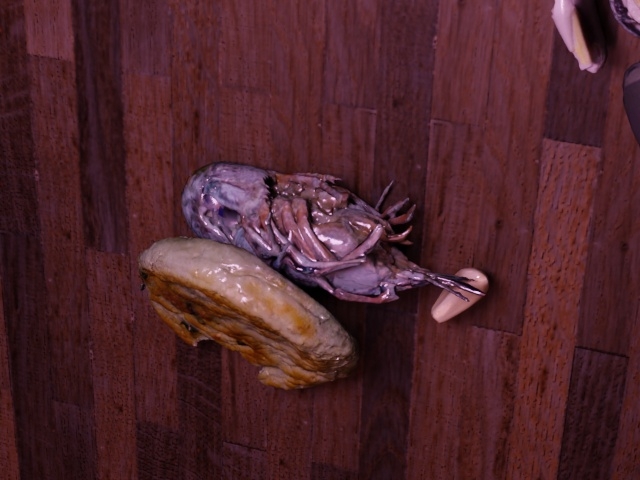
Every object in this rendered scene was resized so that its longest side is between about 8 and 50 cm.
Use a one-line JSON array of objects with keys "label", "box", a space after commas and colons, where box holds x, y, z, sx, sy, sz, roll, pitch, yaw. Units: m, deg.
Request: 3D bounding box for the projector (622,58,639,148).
[{"label": "projector", "box": [0.519, -0.060, 1.230, 0.395, 0.242, 0.405, -29, 78, 34]}]

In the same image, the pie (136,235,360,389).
[{"label": "pie", "box": [-0.086, 0.088, 1.649, 0.302, 0.067, 0.302, 25, 160, 9]}]

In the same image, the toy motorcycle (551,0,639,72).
[{"label": "toy motorcycle", "box": [0.225, -0.321, 1.365, 0.223, 0.108, 0.341, -19, 110, 36]}]

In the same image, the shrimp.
[{"label": "shrimp", "box": [-0.002, 0.000, 1.585, 0.372, 0.172, 0.137, 10, 115, 26]}]

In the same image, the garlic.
[{"label": "garlic", "box": [0.160, 0.061, 1.621, 0.041, 0.053, 0.083, 44, 110, -3]}]
